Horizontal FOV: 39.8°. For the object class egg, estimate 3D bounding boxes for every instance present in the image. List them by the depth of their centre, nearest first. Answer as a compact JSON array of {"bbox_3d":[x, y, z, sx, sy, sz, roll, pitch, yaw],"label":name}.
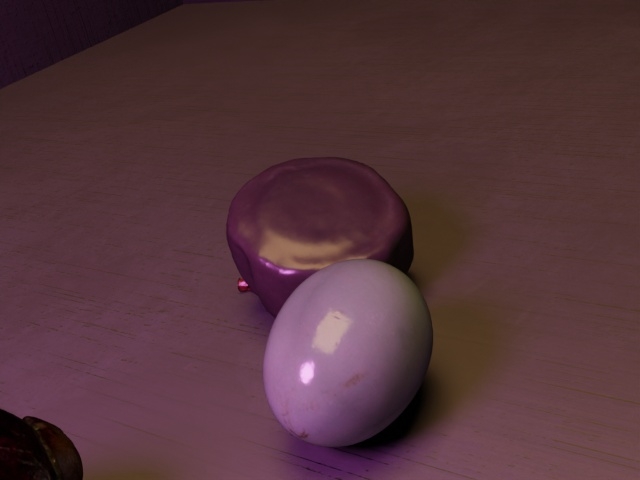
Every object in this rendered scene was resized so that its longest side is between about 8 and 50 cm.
[{"bbox_3d":[0.029,0.116,0.931,0.168,0.168,0.231,3,35,27],"label":"egg"}]

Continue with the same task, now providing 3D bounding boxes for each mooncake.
[{"bbox_3d":[0.000,0.000,1.165,0.245,0.133,0.245,-6,41,5],"label":"mooncake"}]

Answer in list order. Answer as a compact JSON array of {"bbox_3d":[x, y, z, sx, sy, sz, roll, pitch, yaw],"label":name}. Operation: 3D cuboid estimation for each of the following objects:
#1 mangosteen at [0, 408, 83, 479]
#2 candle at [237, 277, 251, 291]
[{"bbox_3d":[-0.289,0.262,0.784,0.289,0.231,0.231,13,13,-32],"label":"mangosteen"},{"bbox_3d":[-0.035,0.053,1.239,0.167,0.021,0.026,-8,7,11],"label":"candle"}]
